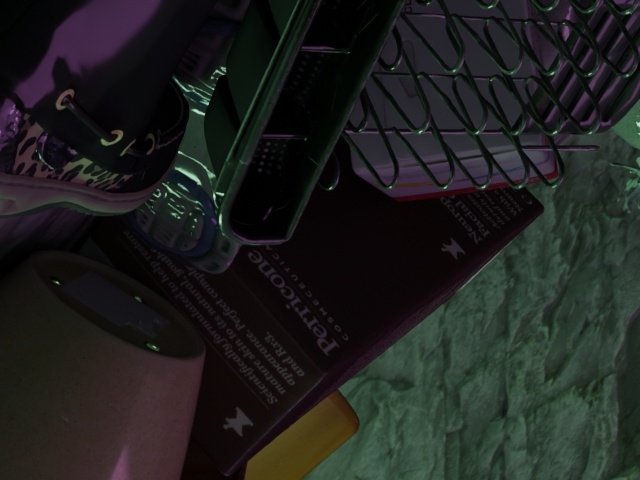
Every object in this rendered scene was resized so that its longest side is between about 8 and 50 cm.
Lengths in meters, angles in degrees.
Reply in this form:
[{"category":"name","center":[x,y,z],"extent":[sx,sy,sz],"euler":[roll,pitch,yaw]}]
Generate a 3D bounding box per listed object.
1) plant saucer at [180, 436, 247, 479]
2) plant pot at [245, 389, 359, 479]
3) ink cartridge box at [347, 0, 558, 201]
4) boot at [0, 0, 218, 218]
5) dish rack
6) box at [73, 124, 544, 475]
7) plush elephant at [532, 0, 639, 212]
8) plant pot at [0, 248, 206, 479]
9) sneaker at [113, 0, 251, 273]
[{"category":"plant saucer","center":[-0.185,0.267,1.170],"extent":[0.048,0.259,0.258],"euler":[70,21,-43]},{"category":"plant pot","center":[-0.112,0.133,1.364],"extent":[0.212,0.212,0.187],"euler":[-40,160,-13]},{"category":"ink cartridge box","center":[0.091,-0.105,1.054],"extent":[0.127,0.128,0.176],"euler":[-7,175,12]},{"category":"boot","center":[-0.073,-0.098,0.653],"extent":[0.178,0.085,0.236],"euler":[-47,173,16]},{"category":"dish rack","center":[0.089,-0.098,0.695],"extent":[0.271,0.074,0.208],"euler":[-3,140,-31]},{"category":"box","center":[0.000,0.000,1.174],"extent":[0.143,0.191,0.381],"euler":[-47,172,36]},{"category":"plush elephant","center":[0.313,-0.217,1.432],"extent":[0.255,0.271,0.330],"euler":[72,22,-44]},{"category":"plant pot","center":[-0.197,0.152,0.987],"extent":[0.274,0.256,0.256],"euler":[-59,169,12]},{"category":"sneaker","center":[-0.037,-0.102,0.837],"extent":[0.129,0.111,0.297],"euler":[-59,-175,-35]}]
